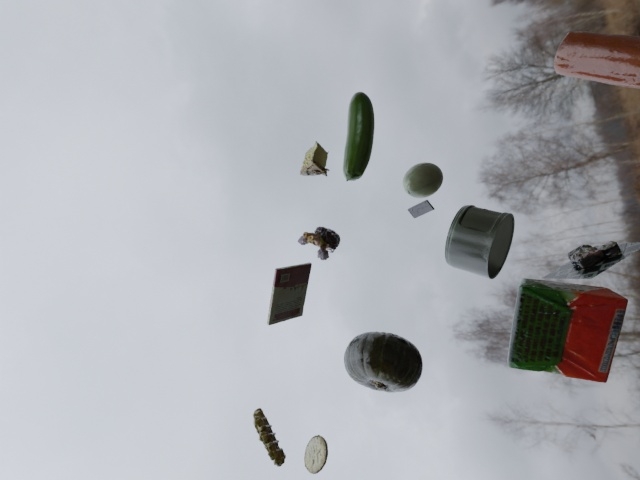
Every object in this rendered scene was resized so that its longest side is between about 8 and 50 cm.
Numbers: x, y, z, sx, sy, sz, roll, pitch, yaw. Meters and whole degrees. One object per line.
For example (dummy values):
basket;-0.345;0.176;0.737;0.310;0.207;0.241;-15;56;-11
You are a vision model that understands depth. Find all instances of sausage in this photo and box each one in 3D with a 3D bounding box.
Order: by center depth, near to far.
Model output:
sausage;0.719;-0.441;0.996;0.114;0.259;0.113;-24;-50;-31

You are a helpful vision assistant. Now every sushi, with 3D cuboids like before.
sushi;0.837;0.044;1.268;0.047;0.232;0.219;61;173;1

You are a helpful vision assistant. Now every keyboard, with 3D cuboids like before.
keyboard;0.415;-0.129;1.687;0.010;0.155;0.053;-40;-86;-20

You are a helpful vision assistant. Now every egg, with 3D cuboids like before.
egg;0.334;-0.196;1.337;0.152;0.114;0.114;-28;-77;-28

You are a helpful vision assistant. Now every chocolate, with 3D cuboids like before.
chocolate;0.912;0.328;1.552;0.161;0.342;0.359;-43;-44;-62

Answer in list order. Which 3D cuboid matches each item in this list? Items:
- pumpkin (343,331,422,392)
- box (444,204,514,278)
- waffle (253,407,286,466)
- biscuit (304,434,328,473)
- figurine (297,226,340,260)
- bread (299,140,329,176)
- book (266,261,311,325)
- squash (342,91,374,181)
pumpkin;0.175;0.337;1.140;0.223;0.224;0.157;45;-133;-35
box;0.538;0.002;1.379;0.226;0.150;0.225;-25;-56;-44
waffle;-0.184;0.707;1.459;0.046;0.161;0.191;-30;-76;-7
biscuit;-0.020;0.903;1.724;0.020;0.152;0.151;29;-124;-30
figurine;0.001;-0.001;1.884;0.240;0.175;0.115;-6;-53;-54
bread;-0.040;-0.392;2.008;0.127;0.152;0.147;36;-123;-51
book;-0.115;0.196;1.512;0.162;0.022;0.231;-8;-62;-40
squash;0.113;-0.301;1.170;0.082;0.082;0.292;28;-119;-45
